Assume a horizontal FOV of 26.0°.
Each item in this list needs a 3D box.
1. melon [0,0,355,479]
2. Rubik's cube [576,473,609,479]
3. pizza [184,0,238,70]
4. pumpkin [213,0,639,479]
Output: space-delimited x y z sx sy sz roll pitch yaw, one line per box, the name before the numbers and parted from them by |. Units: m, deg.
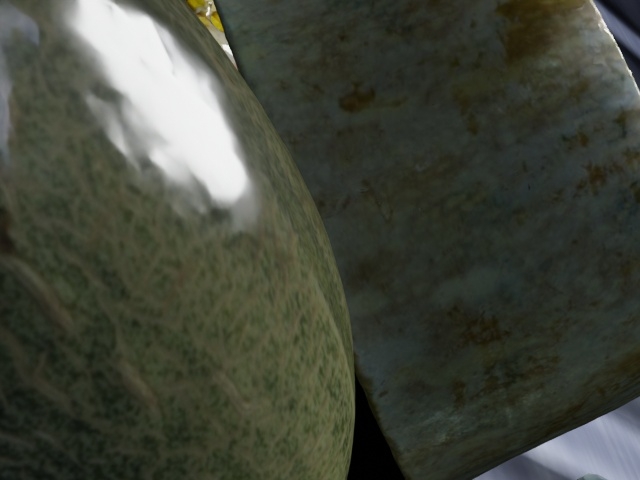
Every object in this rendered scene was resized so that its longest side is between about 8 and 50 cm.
melon | -0.128 0.010 0.419 0.329 0.248 0.248 40 27 -26
Rubik's cube | 0.148 0.269 0.415 0.256 0.253 0.259 33 3 -29
pizza | -0.069 -0.149 0.960 0.176 0.036 0.185 49 25 -1
pumpkin | 0.088 -0.043 0.764 0.332 0.199 0.332 -23 90 -87
